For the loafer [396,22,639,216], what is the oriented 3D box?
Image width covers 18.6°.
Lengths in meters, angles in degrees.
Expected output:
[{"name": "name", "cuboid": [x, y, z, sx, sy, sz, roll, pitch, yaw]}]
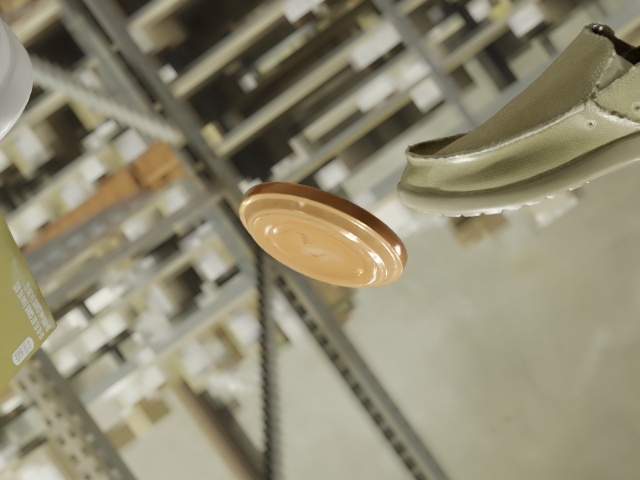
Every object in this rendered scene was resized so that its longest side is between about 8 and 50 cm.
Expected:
[{"name": "loafer", "cuboid": [0.169, -0.088, 1.230, 0.268, 0.092, 0.102, -18, -172, 13]}]

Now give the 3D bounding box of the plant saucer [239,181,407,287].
[{"name": "plant saucer", "cuboid": [0.000, 0.000, 0.921, 0.083, 0.083, 0.013, -36, -151, 63]}]

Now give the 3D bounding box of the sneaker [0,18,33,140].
[{"name": "sneaker", "cuboid": [-0.232, -0.131, 0.719, 0.114, 0.305, 0.152, -51, 145, -22]}]

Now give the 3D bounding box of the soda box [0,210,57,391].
[{"name": "soda box", "cuboid": [-0.134, -0.016, 0.536, 0.058, 0.061, 0.181, -50, 152, -22]}]
